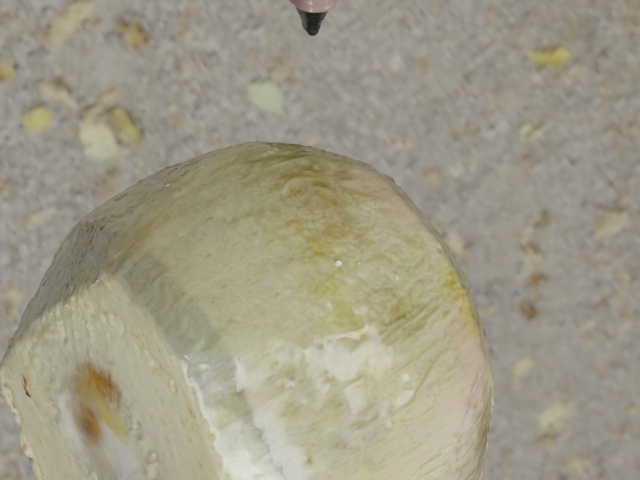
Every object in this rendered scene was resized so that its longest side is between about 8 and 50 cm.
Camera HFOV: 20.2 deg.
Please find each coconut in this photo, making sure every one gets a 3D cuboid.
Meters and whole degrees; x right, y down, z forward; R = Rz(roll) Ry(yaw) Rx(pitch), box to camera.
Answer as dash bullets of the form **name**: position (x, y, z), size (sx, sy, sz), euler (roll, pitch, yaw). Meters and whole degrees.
- **coconut**: position (-0.030, 0.081, 1.102), size (0.254, 0.297, 0.297), euler (-22, 140, -37)

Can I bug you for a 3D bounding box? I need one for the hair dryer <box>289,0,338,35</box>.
- **hair dryer**: position (0.011, -0.260, 1.317), size (0.106, 0.189, 0.344), euler (-34, 154, -22)
